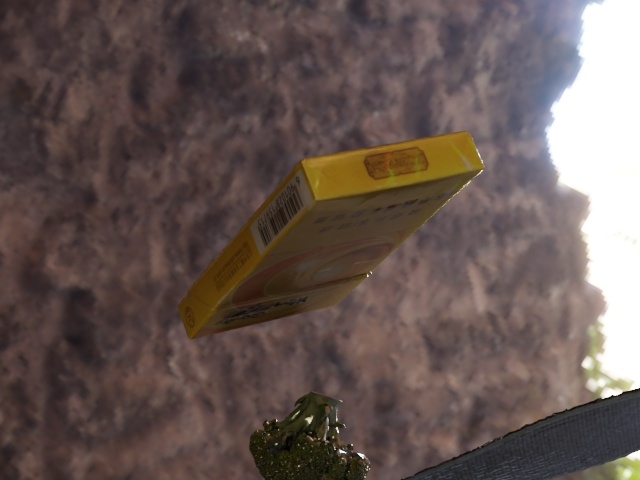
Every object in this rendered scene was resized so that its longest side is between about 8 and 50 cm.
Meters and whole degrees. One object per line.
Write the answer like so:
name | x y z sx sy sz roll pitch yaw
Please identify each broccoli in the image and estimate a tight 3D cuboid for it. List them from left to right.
broccoli | -0.011 0.224 1.497 0.130 0.131 0.120 154 135 -80

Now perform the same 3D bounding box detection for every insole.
insole | 0.081 0.106 0.640 0.232 0.003 0.080 -21 -32 4

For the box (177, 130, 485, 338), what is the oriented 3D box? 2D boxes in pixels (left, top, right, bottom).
box | 0.000 0.000 1.104 0.152 0.043 0.269 -10 -19 -31
